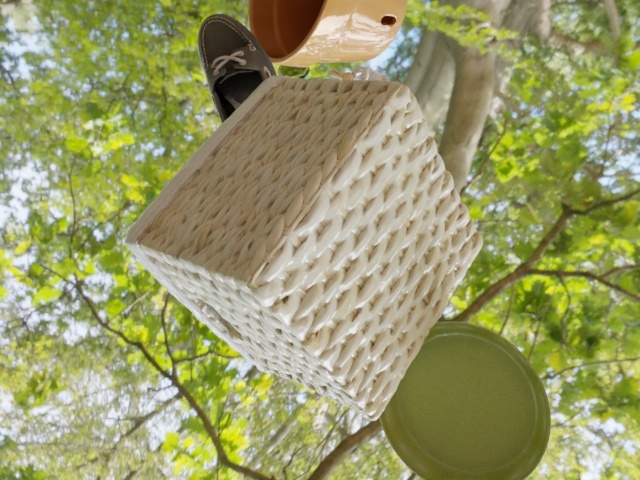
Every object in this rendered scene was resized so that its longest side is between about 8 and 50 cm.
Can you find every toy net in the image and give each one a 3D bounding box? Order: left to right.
[{"bbox_3d":[0.021,-0.329,1.271,0.232,0.045,0.122,1,-131,14],"label":"toy net"}]

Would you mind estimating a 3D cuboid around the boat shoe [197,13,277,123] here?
[{"bbox_3d":[-0.115,-0.225,1.007,0.112,0.095,0.335,-23,-89,7],"label":"boat shoe"}]

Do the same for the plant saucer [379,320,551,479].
[{"bbox_3d":[0.195,0.228,0.852,0.241,0.241,0.037,48,-156,17],"label":"plant saucer"}]

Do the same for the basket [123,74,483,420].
[{"bbox_3d":[0.000,0.000,0.820,0.267,0.328,0.331,13,-120,45],"label":"basket"}]

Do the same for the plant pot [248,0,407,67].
[{"bbox_3d":[0.024,-0.456,1.143,0.204,0.291,0.290,3,-126,-34],"label":"plant pot"}]
